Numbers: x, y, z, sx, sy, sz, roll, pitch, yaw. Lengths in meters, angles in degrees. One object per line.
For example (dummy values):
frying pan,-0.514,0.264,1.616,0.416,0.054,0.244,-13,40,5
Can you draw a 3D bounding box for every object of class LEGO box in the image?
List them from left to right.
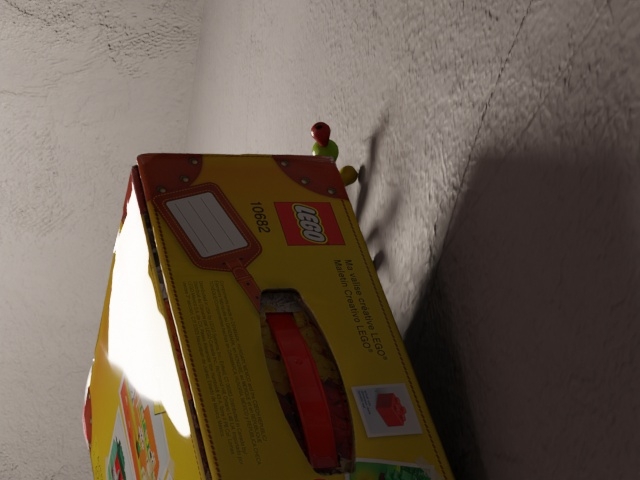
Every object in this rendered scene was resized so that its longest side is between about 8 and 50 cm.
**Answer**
LEGO box,-0.056,0.228,1.121,0.372,0.193,0.500,110,151,-43

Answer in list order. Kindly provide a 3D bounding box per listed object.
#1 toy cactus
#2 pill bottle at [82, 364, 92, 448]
toy cactus,0.000,0.000,1.411,0.180,0.112,0.218,78,-170,-70
pill bottle,-0.204,0.221,1.773,0.407,0.229,0.229,128,146,-73
